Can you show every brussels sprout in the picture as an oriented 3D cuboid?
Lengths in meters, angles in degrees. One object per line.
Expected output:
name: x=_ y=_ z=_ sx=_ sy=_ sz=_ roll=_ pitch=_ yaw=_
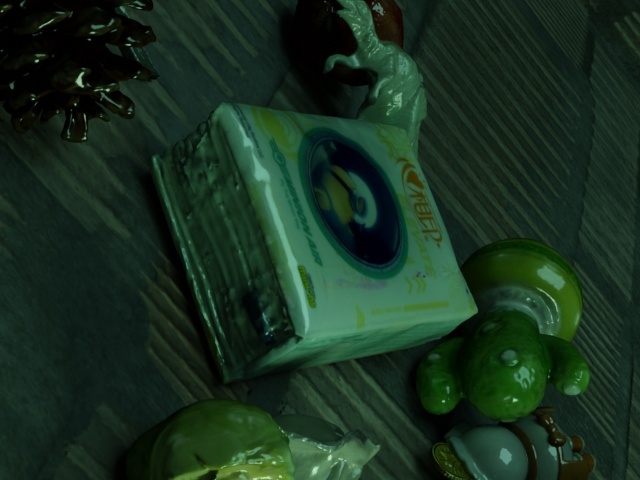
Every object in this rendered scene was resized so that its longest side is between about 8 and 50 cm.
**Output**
brussels sprout: x=-0.104 y=0.208 z=1.262 sx=0.151 sy=0.149 sz=0.122 roll=42 pitch=15 yaw=-54

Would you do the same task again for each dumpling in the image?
dumpling: x=-0.011 y=0.232 z=1.390 sx=0.188 sy=0.127 sz=0.108 roll=28 pitch=55 yaw=-46

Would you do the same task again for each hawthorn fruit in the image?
hawthorn fruit: x=0.050 y=-0.296 z=1.939 sx=0.194 sy=0.157 sz=0.157 roll=52 pitch=26 yaw=-49

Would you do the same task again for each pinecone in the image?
pinecone: x=-0.274 y=-0.249 z=1.329 sx=0.244 sy=0.244 sz=0.309 roll=-46 pitch=122 yaw=-59

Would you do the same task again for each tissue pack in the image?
tissue pack: x=0.000 y=0.000 z=1.578 sx=0.388 sy=0.162 sz=0.287 roll=-1 pitch=68 yaw=-56

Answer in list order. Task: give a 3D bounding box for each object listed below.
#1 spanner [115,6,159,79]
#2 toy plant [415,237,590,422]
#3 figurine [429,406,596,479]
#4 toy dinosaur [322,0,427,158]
spanner: x=-0.280 y=-0.336 z=1.599 sx=0.325 sy=0.026 sz=0.093 roll=62 pitch=29 yaw=2
toy plant: x=0.257 y=0.141 z=1.791 sx=0.316 sy=0.224 sz=0.184 roll=-63 pitch=150 yaw=-56
figurine: x=0.253 y=0.281 z=1.717 sx=0.271 sy=0.143 sz=0.143 roll=20 pitch=48 yaw=-46
toy dinosaur: x=0.097 y=-0.155 z=1.867 sx=0.393 sy=0.092 sz=0.205 roll=47 pitch=60 yaw=-37
